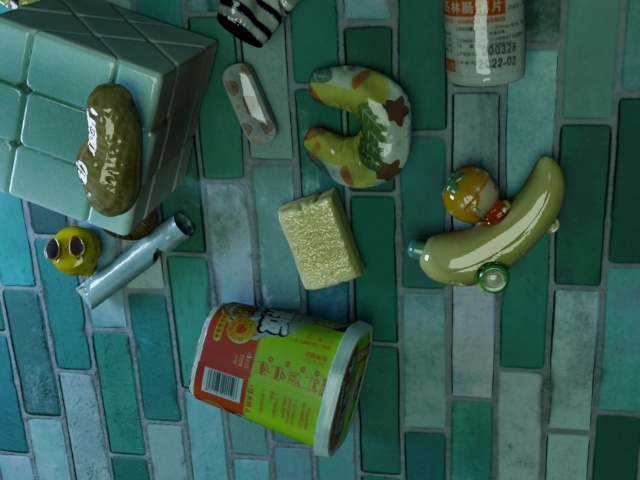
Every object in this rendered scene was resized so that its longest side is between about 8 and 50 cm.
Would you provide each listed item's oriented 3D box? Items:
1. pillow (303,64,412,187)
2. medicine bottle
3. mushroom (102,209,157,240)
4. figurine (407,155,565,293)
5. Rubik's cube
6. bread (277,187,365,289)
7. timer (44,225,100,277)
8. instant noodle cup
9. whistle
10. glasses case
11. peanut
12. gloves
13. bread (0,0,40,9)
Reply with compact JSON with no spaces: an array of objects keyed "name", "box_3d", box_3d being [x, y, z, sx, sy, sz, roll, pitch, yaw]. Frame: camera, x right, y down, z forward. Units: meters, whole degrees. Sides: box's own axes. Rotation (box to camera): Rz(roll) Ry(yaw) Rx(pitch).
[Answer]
[{"name":"pillow","box_3d":[0.071,-0.212,1.795,0.214,0.086,0.233,16,118,17]},{"name":"medicine bottle","box_3d":[0.281,-0.400,1.634,0.145,0.144,0.252,1,111,11]},{"name":"mushroom","box_3d":[-0.398,-0.054,1.949,0.126,0.085,0.109,5,112,6]},{"name":"figurine","box_3d":[0.315,-0.045,1.790,0.222,0.124,0.324,42,111,-3]},{"name":"Rubik's cube","box_3d":[-0.409,-0.244,1.745,0.322,0.319,0.316,19,115,4]},{"name":"bread","box_3d":[0.000,0.001,1.899,0.125,0.068,0.188,-15,109,17]},{"name":"timer","box_3d":[-0.515,0.024,2.016,0.107,0.109,0.107,-2,82,15]},{"name":"instant noodle cup","box_3d":[-0.081,0.259,1.921,0.308,0.294,0.294,15,115,13]},{"name":"whistle","box_3d":[-0.395,0.046,2.004,0.312,0.062,0.062,-34,102,22]},{"name":"glasses case","box_3d":[-0.136,-0.263,1.831,0.063,0.041,0.164,-17,108,18]},{"name":"peanut","box_3d":[-0.343,-0.145,1.545,0.108,0.095,0.226,10,114,3]},{"name":"gloves","box_3d":[-0.093,-0.468,1.706,0.140,0.131,0.218,30,84,1]},{"name":"bread","box_3d":[-0.526,-0.595,1.755,0.138,0.077,0.361,30,115,-1]}]
